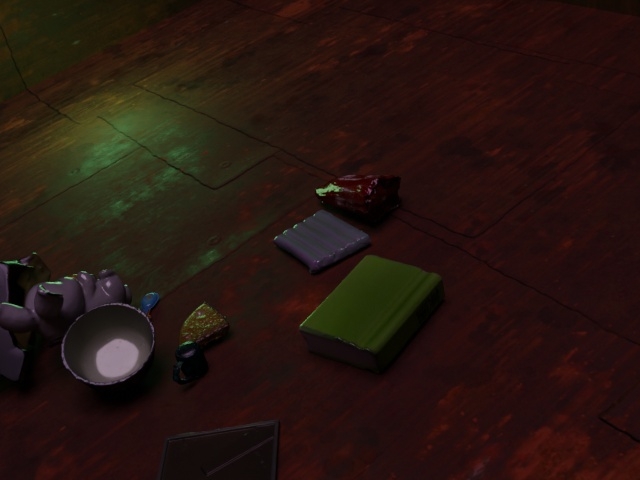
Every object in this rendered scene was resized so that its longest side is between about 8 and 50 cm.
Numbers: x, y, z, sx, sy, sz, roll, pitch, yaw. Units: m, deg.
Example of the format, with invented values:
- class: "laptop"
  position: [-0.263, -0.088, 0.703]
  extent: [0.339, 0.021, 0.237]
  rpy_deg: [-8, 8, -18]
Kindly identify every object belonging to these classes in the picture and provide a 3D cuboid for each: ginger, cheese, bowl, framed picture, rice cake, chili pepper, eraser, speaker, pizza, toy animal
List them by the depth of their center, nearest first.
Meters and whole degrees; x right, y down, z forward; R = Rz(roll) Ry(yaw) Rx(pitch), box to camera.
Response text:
- class: "framed picture"
  position: [-0.205, 0.444, 1.690]
  extent: [0.250, 0.016, 0.184]
  rpy_deg: [-11, 36, 7]
- class: "eraser"
  position: [0.116, 0.159, 1.881]
  extent: [0.210, 0.092, 0.274]
  rpy_deg: [15, 45, 35]
- class: "speaker"
  position: [-0.290, 0.277, 1.895]
  extent: [0.060, 0.075, 0.094]
  rpy_deg: [-9, 37, 12]
- class: "bowl"
  position: [-0.469, 0.258, 1.937]
  extent: [0.212, 0.112, 0.211]
  rpy_deg: [-2, 54, 2]
- class: "pizza"
  position: [-0.269, 0.209, 2.007]
  extent: [0.131, 0.041, 0.178]
  rpy_deg: [-13, 36, 10]
- class: "toy animal"
  position: [-0.592, 0.157, 2.014]
  extent: [0.209, 0.154, 0.325]
  rpy_deg: [-25, -7, 16]
- class: "ginger"
  position: [-0.836, 0.235, 2.098]
  extent: [0.414, 0.211, 0.358]
  rpy_deg: [-23, 70, -5]
- class: "cheese"
  position: [-0.436, 0.167, 2.151]
  extent: [0.047, 0.017, 0.111]
  rpy_deg: [-11, 36, 14]
- class: "rice cake"
  position: [0.000, 0.000, 2.181]
  extent: [0.189, 0.037, 0.198]
  rpy_deg: [-28, 38, -16]
- class: "chili pepper"
  position: [0.093, -0.132, 2.268]
  extent: [0.253, 0.136, 0.144]
  rpy_deg: [16, 73, 47]
